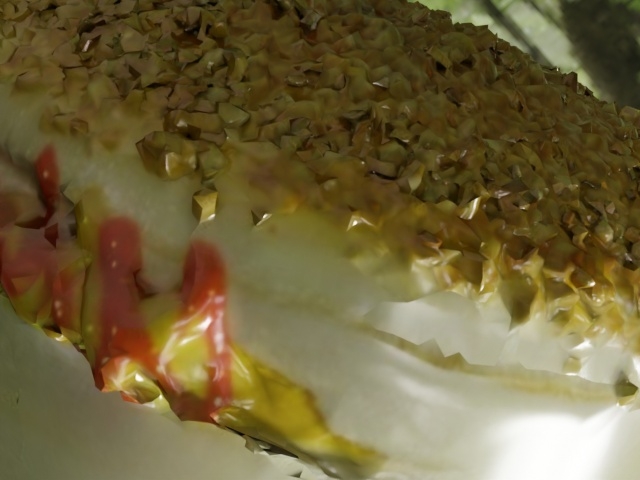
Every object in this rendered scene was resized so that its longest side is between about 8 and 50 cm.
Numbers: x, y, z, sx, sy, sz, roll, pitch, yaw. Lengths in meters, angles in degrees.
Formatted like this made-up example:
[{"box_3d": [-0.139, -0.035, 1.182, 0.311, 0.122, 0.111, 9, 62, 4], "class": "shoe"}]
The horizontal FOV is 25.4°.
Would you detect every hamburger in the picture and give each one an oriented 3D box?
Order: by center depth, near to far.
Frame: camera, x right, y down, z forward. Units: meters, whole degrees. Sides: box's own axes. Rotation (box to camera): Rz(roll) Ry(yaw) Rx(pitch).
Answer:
[{"box_3d": [0.000, 0.000, 0.473, 0.276, 0.294, 0.179, 37, -63, 50], "class": "hamburger"}]
